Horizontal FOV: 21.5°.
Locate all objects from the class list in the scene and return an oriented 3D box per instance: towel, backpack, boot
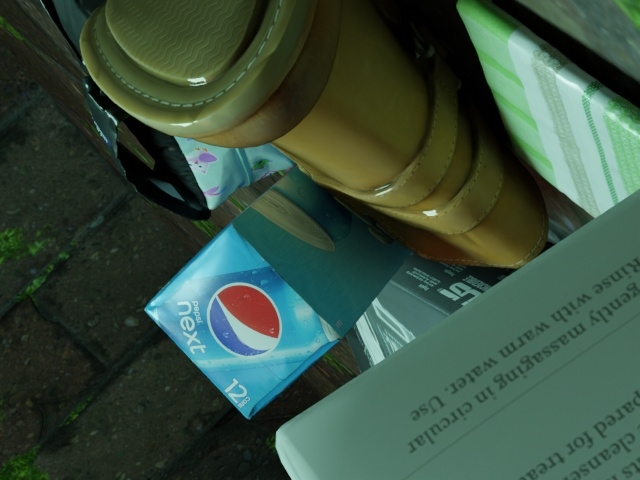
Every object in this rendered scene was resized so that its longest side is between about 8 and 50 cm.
[{"bbox_3d":[0.118,-0.028,0.634,0.152,0.023,0.113,43,171,33],"label":"towel"},{"bbox_3d":[-0.069,-0.097,0.890,0.182,0.115,0.152,62,-177,-48],"label":"backpack"},{"bbox_3d":[0.009,-0.050,0.682,0.220,0.109,0.283,44,-178,-23],"label":"boot"}]

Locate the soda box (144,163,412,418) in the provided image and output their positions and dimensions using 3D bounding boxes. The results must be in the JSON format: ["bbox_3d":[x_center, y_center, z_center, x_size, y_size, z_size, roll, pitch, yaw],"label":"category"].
[{"bbox_3d":[0.000,0.000,0.821,0.071,0.067,0.210,46,-152,-1],"label":"soda box"}]

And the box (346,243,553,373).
[{"bbox_3d":[0.117,0.113,0.929,0.307,0.076,0.242,31,146,65],"label":"box"}]

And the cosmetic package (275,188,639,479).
[{"bbox_3d":[0.165,0.155,0.407,0.365,0.197,0.155,57,179,35],"label":"cosmetic package"}]
